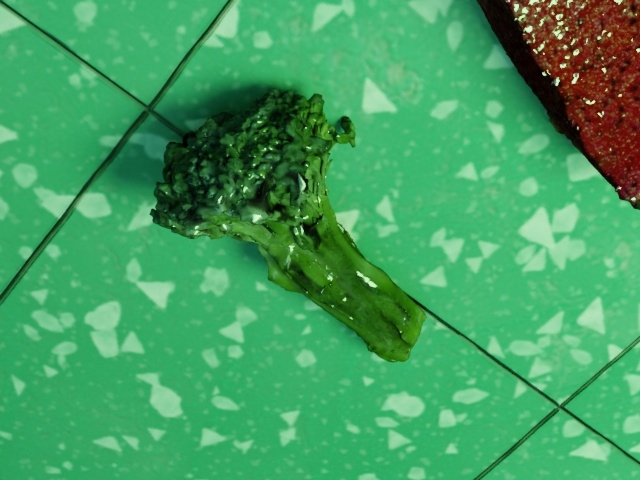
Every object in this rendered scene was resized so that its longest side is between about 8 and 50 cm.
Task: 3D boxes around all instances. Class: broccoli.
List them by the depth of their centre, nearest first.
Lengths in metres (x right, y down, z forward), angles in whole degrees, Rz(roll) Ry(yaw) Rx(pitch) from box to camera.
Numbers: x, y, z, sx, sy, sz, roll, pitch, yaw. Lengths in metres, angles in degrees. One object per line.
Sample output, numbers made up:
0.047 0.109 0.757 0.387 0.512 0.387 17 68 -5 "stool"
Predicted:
-0.004 0.006 0.957 0.165 0.145 0.304 -29 126 21 "broccoli"

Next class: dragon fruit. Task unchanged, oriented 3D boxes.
0.233 -0.167 0.854 0.161 0.126 0.274 -35 121 9 "dragon fruit"
